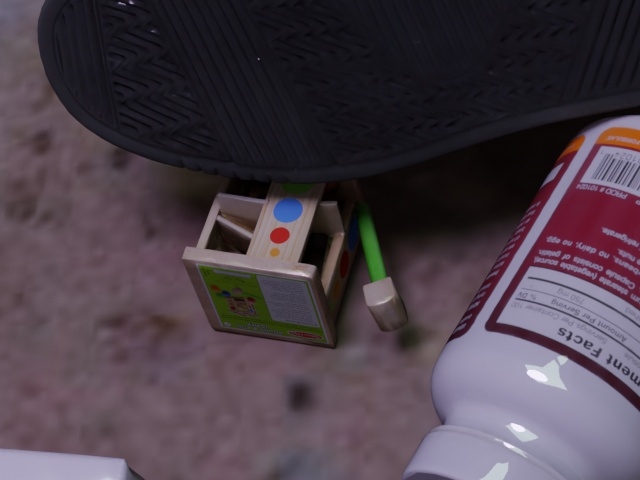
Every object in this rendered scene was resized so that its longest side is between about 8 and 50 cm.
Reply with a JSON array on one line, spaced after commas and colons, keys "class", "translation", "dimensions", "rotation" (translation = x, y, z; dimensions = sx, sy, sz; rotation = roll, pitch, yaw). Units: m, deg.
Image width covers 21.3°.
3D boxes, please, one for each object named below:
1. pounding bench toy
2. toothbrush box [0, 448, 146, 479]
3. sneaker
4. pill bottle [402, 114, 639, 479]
[{"class": "pounding bench toy", "translation": [0.000, 0.000, 0.658], "dimensions": [0.083, 0.052, 0.065], "rotation": [8, 58, 18]}, {"class": "toothbrush box", "translation": [-0.181, 0.162, 0.425], "dimensions": [0.296, 0.126, 0.216], "rotation": [3, 70, 14]}, {"class": "sneaker", "translation": [0.049, -0.118, 0.663], "dimensions": [0.296, 0.123, 0.178], "rotation": [-7, 25, 11]}, {"class": "pill bottle", "translation": [0.092, 0.037, 0.592], "dimensions": [0.086, 0.086, 0.152], "rotation": [22, 64, 25]}]
